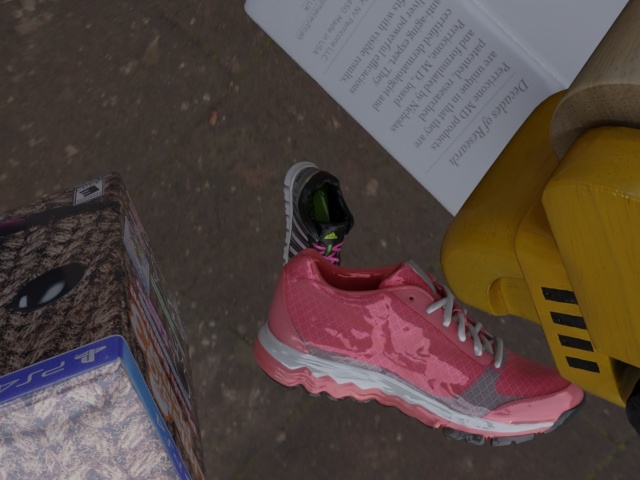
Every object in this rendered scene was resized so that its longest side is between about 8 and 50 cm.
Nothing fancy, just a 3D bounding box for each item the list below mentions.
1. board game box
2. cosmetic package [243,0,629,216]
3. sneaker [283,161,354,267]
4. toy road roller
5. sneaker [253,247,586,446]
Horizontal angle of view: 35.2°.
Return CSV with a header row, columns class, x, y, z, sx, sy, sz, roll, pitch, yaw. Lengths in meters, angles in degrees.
class,x,y,z,sx,sy,sz,roll,pitch,yaw
board game box,-0.210,0.101,0.649,0.232,0.291,0.141,-21,116,-3
cosmetic package,0.185,-0.125,0.843,0.453,0.230,0.161,45,133,5
sneaker,0.000,0.000,1.086,0.063,0.074,0.171,-7,96,-26
toy road roller,0.178,-0.028,0.578,0.202,0.240,0.330,-52,139,-20
sneaker,0.096,0.090,0.926,0.313,0.116,0.136,13,107,4
